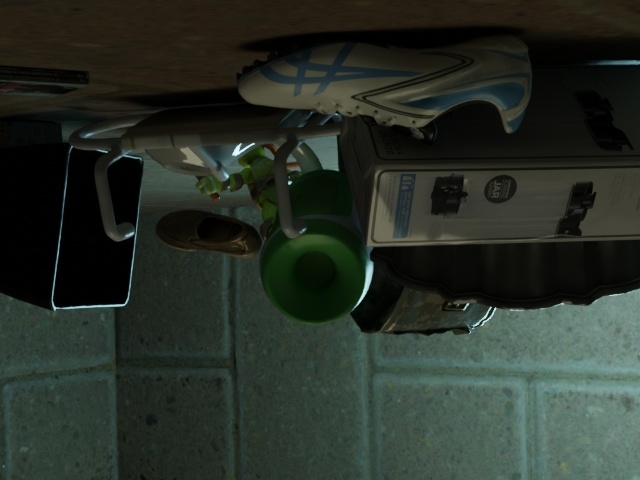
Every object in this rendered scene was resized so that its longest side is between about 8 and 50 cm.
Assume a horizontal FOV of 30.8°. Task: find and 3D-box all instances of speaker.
[{"bbox_3d":[0.000,0.000,1.369,0.131,0.131,0.296,-2,-165,3],"label":"speaker"}]

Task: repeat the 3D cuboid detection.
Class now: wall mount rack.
[{"bbox_3d":[-0.083,-0.089,1.279,0.350,0.130,0.304,-1,-161,20],"label":"wall mount rack"}]

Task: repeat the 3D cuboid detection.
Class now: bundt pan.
[{"bbox_3d":[0.207,-0.059,1.208,0.331,0.124,0.331,-4,-154,2],"label":"bundt pan"}]

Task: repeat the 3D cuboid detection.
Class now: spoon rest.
[{"bbox_3d":[-0.111,-0.116,1.524,0.276,0.084,0.137,15,168,-35],"label":"spoon rest"}]

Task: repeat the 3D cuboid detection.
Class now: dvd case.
[{"bbox_3d":[-0.278,-0.141,1.038,0.119,0.013,0.087,0,178,-35],"label":"dvd case"}]

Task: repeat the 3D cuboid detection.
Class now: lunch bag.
[{"bbox_3d":[0.151,-0.010,1.585,0.169,0.287,0.235,-2,178,44],"label":"lunch bag"}]

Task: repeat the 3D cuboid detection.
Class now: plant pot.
[{"bbox_3d":[-0.334,-0.021,1.383,0.167,0.187,0.188,6,180,17],"label":"plant pot"}]

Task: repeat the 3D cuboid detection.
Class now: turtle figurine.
[{"bbox_3d":[-0.059,-0.062,1.660,0.087,0.217,0.269,-38,159,30],"label":"turtle figurine"}]

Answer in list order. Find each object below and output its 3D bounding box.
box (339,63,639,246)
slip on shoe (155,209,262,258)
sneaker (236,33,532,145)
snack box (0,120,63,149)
[{"bbox_3d":[0.172,-0.079,1.022,0.290,0.087,0.169,-3,-142,-9],"label":"box"},{"bbox_3d":[-0.131,-0.011,1.302,0.135,0.051,0.041,15,159,29],"label":"slip on shoe"},{"bbox_3d":[0.049,-0.118,0.927,0.237,0.086,0.085,-1,-179,8],"label":"sneaker"},{"bbox_3d":[-0.389,-0.119,1.413,0.100,0.037,0.141,-3,179,-37],"label":"snack box"}]
